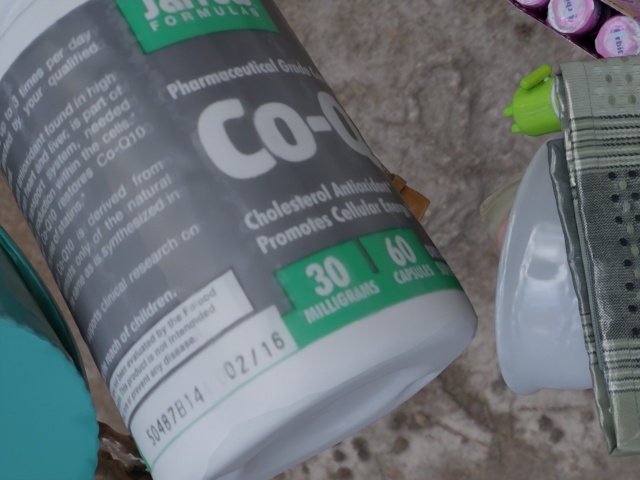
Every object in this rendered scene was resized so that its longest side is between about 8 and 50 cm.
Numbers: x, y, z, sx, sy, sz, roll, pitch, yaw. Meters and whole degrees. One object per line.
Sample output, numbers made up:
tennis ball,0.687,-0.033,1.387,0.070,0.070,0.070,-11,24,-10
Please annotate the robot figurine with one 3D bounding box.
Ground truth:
robot figurine,0.283,-0.166,1.125,0.115,0.067,0.101,-9,117,47

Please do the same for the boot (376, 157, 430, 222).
boot,0.000,0.000,0.889,0.152,0.073,0.197,28,113,-15

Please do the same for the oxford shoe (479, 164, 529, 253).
oxford shoe,0.418,-0.121,1.395,0.397,0.146,0.140,-31,128,2

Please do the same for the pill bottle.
pill bottle,-0.081,-0.043,0.565,0.361,0.204,0.204,58,140,18

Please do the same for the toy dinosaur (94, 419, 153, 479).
toy dinosaur,-0.116,0.223,0.719,0.200,0.295,0.127,13,117,-8

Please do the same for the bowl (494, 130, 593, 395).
bowl,0.304,0.036,0.978,0.134,0.298,0.298,11,129,32

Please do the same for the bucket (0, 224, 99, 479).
bucket,-0.270,0.100,0.510,0.183,0.281,0.281,36,143,44

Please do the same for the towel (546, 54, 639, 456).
towel,0.344,-0.004,0.716,0.056,0.324,0.312,124,141,-80

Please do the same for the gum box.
gum box,0.318,-0.272,1.085,0.188,0.107,0.062,42,125,23
